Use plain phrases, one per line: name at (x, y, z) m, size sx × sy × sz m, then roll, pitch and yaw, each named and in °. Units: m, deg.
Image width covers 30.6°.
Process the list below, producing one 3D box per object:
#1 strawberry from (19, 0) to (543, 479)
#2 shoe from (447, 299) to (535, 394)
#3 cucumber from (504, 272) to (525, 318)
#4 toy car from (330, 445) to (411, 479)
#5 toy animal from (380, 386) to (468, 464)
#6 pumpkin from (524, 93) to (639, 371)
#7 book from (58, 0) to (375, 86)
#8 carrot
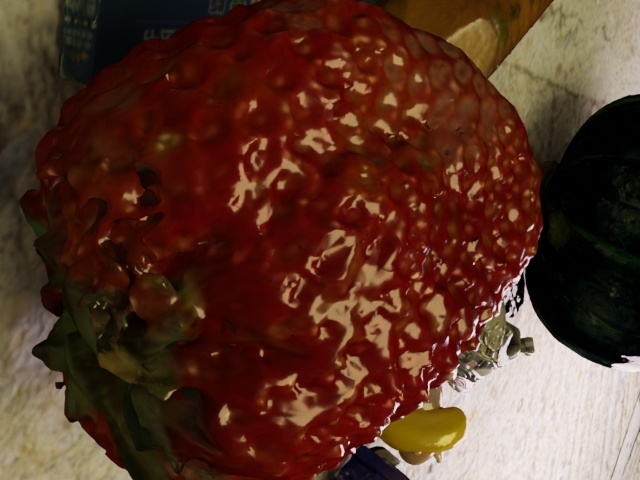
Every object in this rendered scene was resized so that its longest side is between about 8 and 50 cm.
strawberry at (-0.002, -0.001, 0.743) m, size 0.351 × 0.267 × 0.312 m, roll -16°, pitch 134°, yaw -25°
shoe at (0.149, 0.084, 1.171) m, size 0.180 × 0.092 × 0.089 m, roll 54°, pitch 23°, yaw -43°
cucumber at (0.159, -0.041, 1.166) m, size 0.081 × 0.072 × 0.303 m, roll -19°, pitch 133°, yaw -4°
toy car at (0.070, 0.329, 1.171) m, size 0.158 × 0.172 × 0.235 m, roll -35°, pitch 131°, yaw -20°
toy animal at (0.087, 0.178, 1.195) m, size 0.091 × 0.114 × 0.082 m, roll -22°, pitch 163°, yaw -22°
pumpkin at (0.344, -0.017, 1.305) m, size 0.315 × 0.238 × 0.315 m, roll 21°, pitch 90°, yaw -79°
book at (-0.031, -0.315, 0.788) m, size 0.300 × 0.039 × 0.428 m, roll -10°, pitch 115°, yaw -52°
carrot at (0.149, -0.222, 1.031) m, size 0.302 × 0.114 × 0.114 m, roll -45°, pitch 139°, yaw -33°
